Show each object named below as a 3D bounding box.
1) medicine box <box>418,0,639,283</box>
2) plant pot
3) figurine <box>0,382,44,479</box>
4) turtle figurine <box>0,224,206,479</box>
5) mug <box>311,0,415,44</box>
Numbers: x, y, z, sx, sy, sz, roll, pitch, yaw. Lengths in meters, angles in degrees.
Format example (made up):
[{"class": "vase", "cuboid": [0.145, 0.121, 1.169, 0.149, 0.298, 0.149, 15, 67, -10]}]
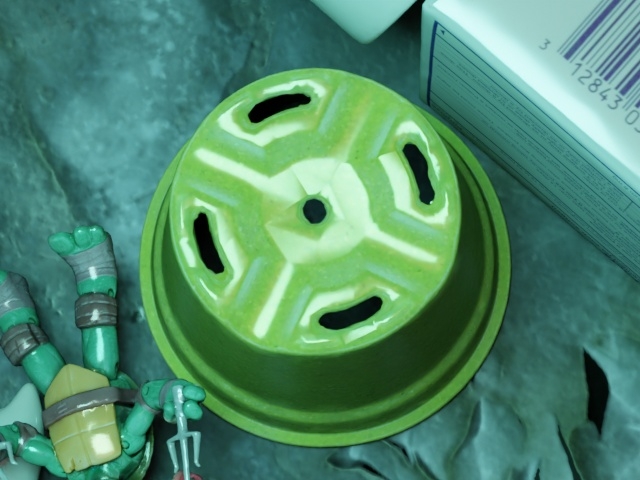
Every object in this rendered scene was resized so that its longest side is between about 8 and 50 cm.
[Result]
[{"class": "medicine box", "cuboid": [0.210, -0.091, 1.217, 0.263, 0.289, 0.149, 41, 87, 7]}, {"class": "plant pot", "cuboid": [0.000, 0.000, 1.229, 0.276, 0.254, 0.276, 0, 82, 1]}, {"class": "figurine", "cuboid": [-0.266, 0.223, 1.292, 0.215, 0.092, 0.209, -20, 78, -3]}, {"class": "turtle figurine", "cuboid": [-0.167, 0.116, 1.253, 0.175, 0.118, 0.234, -18, 66, -4]}, {"class": "mug", "cuboid": [0.026, -0.364, 1.158, 0.328, 0.276, 0.374, 41, 127, -7]}]
